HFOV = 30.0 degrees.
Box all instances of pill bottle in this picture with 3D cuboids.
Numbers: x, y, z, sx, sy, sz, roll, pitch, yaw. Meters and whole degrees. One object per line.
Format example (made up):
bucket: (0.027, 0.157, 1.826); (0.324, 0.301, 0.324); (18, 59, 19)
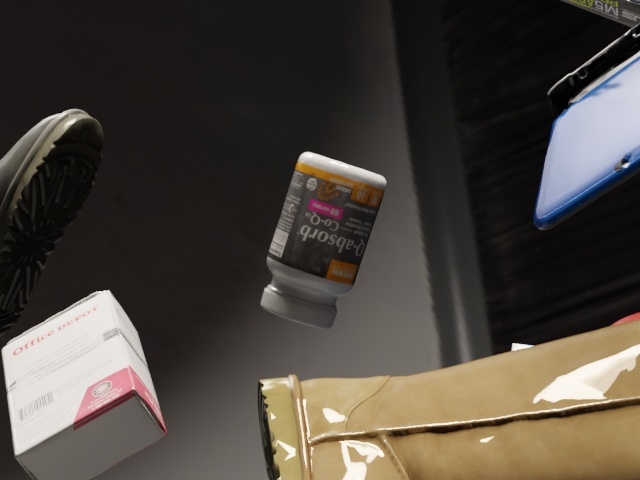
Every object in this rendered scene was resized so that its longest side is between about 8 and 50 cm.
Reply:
pill bottle: (0.000, 0.000, 2.054); (0.162, 0.162, 0.279); (15, 94, -32)

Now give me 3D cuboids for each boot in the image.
boot: (0.109, 0.148, 0.675); (0.269, 0.089, 0.236); (-6, 50, -6)
boot: (-0.268, -0.053, 0.816); (0.208, 0.190, 0.076); (37, 11, 21)

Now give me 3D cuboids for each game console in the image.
game console: (0.344, -0.125, 1.020); (0.250, 0.293, 0.173); (9, 58, -36)

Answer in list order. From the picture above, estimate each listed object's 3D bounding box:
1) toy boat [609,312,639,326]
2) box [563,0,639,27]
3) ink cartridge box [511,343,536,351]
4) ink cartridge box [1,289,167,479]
toy boat: (0.250, 0.144, 0.780); (0.151, 0.151, 0.231); (17, 49, -20)
box: (0.398, -0.398, 1.469); (0.216, 0.060, 0.270); (27, 77, 22)
ink cartridge box: (0.328, 0.207, 1.923); (0.048, 0.083, 0.028); (6, 38, 8)
ink cartridge box: (-0.288, 0.178, 1.436); (0.092, 0.158, 0.218); (62, -1, -36)
